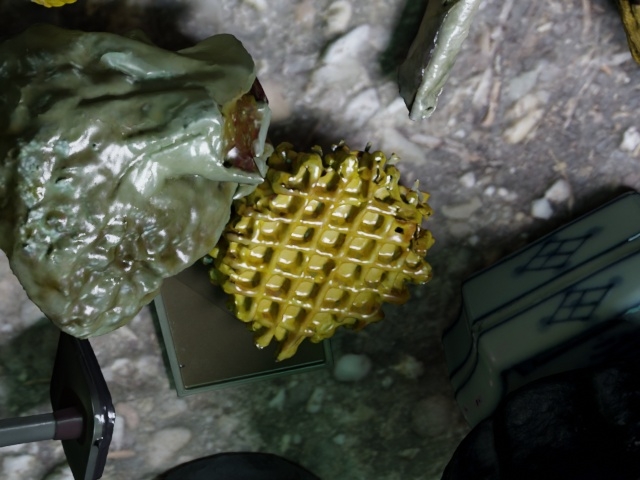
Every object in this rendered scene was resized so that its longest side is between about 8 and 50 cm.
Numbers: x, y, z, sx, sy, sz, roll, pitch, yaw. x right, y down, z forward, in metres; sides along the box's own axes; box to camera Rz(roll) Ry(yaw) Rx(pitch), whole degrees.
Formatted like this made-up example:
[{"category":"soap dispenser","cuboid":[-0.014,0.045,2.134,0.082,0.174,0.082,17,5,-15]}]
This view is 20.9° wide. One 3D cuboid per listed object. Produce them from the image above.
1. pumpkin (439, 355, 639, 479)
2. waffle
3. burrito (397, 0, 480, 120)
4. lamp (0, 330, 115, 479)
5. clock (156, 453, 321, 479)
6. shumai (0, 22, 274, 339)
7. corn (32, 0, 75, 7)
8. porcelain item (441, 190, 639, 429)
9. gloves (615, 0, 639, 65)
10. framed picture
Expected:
[{"category":"pumpkin","cuboid":[0.263,0.262,1.415,0.363,0.266,0.363,-2,128,-3]},{"category":"waffle","cuboid":[0.000,0.000,1.456,0.197,0.070,0.193,-33,127,11]},{"category":"burrito","cuboid":[0.098,-0.169,1.377,0.042,0.051,0.171,15,123,-14]},{"category":"lamp","cuboid":[-0.329,0.170,1.510,0.283,0.125,0.203,3,137,-11]},{"category":"clock","cuboid":[-0.089,0.305,1.710,0.226,0.049,0.226,-6,130,-7]},{"category":"shumai","cuboid":[-0.137,-0.061,1.321,0.218,0.189,0.256,-22,129,6]},{"category":"corn","cuboid":[-0.091,-0.267,1.227,0.310,0.101,0.101,-35,126,14]},{"category":"porcelain item","cuboid":[0.276,0.118,1.574,0.281,0.157,0.286,-27,128,11]},{"category":"gloves","cuboid":[0.372,-0.140,1.391,0.203,0.155,0.356,-39,110,10]},{"category":"framed picture","cuboid":[-0.072,0.050,1.534,0.150,0.015,0.203,-12,130,-3]}]
